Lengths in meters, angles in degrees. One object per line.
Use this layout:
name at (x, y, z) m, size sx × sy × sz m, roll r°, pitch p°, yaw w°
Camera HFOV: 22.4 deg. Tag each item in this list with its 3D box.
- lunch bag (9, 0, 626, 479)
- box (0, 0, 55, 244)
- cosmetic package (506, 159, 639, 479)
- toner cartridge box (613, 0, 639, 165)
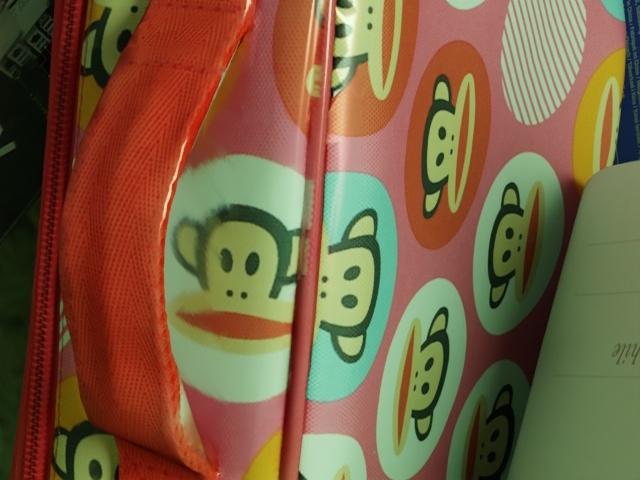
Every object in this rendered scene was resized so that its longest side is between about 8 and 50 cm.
lunch bag at (0.000, 0.000, 0.507) m, size 0.258 × 0.120 × 0.293 m, roll -9°, pitch 108°, yaw -63°
box at (-0.143, -0.181, 0.480) m, size 0.307 × 0.076 × 0.242 m, roll 53°, pitch 53°, yaw -31°
cosmetic package at (0.141, 0.169, 0.440) m, size 0.156 × 0.217 × 0.385 m, roll 22°, pitch 75°, yaw -20°
toner cartridge box at (0.193, -0.001, 0.669) m, size 0.165 × 0.075 × 0.348 m, roll 3°, pitch 75°, yaw -28°
